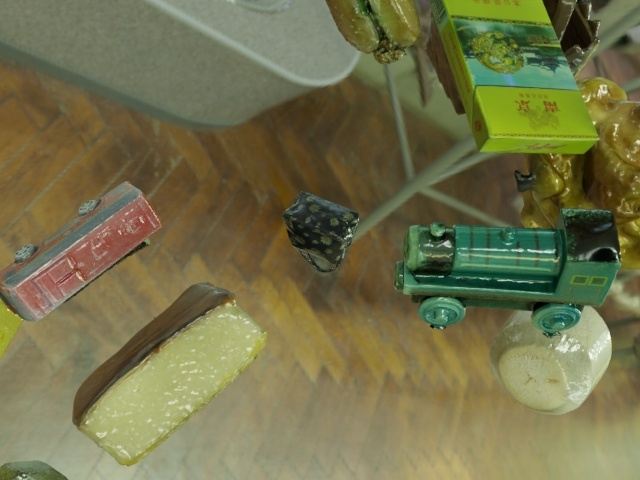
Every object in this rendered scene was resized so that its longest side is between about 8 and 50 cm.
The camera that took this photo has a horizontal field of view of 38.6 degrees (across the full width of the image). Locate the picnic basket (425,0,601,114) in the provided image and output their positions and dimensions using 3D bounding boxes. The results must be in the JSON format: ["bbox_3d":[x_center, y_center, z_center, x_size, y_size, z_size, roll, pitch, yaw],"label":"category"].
[{"bbox_3d":[0.350,-0.404,1.650,0.321,0.291,0.254,100,-23,-53],"label":"picnic basket"}]

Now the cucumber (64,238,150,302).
[{"bbox_3d":[-0.417,0.047,1.691,0.058,0.214,0.052,55,-2,-20],"label":"cucumber"}]

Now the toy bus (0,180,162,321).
[{"bbox_3d":[-0.271,0.012,1.021,0.192,0.077,0.065,-40,120,-19],"label":"toy bus"}]

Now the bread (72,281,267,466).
[{"bbox_3d":[-0.263,0.215,1.561,0.143,0.323,0.333,50,-12,-8],"label":"bread"}]

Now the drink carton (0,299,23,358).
[{"bbox_3d":[-0.522,0.017,1.076,0.351,0.154,0.111,51,55,-47],"label":"drink carton"}]

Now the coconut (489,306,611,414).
[{"bbox_3d":[0.503,0.237,1.972,0.266,0.237,0.237,-42,110,-50],"label":"coconut"}]

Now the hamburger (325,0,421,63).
[{"bbox_3d":[0.064,-0.359,1.311,0.189,0.122,0.215,6,65,-76],"label":"hamburger"}]

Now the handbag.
[{"bbox_3d":[0.000,0.000,1.483,0.072,0.115,0.139,-55,157,-37],"label":"handbag"}]

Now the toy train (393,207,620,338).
[{"bbox_3d":[0.252,0.035,1.256,0.194,0.298,0.120,90,4,-55],"label":"toy train"}]

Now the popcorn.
[{"bbox_3d":[0.438,-0.113,1.477,0.280,0.316,0.297,-11,105,-19],"label":"popcorn"}]

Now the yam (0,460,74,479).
[{"bbox_3d":[-0.355,0.333,1.195,0.146,0.070,0.070,40,36,-7],"label":"yam"}]

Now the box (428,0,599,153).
[{"bbox_3d":[0.276,-0.278,1.363,0.187,0.047,0.335,-1,62,-23],"label":"box"}]
